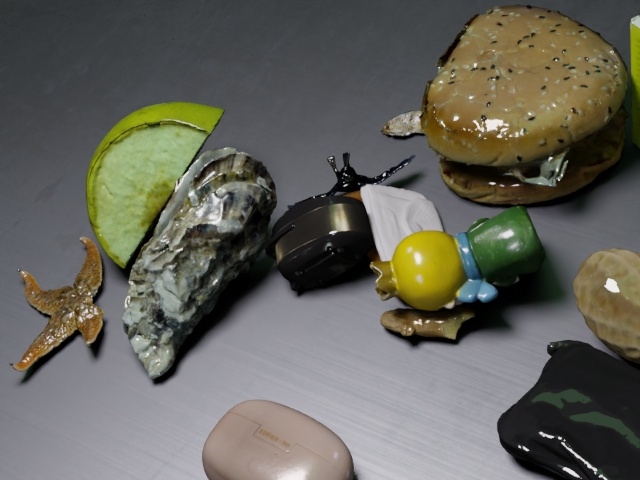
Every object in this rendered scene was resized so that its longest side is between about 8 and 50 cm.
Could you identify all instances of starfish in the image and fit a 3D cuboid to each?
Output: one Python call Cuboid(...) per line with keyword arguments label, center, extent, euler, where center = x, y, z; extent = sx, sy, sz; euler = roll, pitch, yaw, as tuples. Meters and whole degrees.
Cuboid(label="starfish", center=(-0.398, 0.097, 1.749), extent=(0.138, 0.050, 0.247), euler=(-15, 40, 2))

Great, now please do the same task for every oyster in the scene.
Cuboid(label="oyster", center=(-0.180, 0.034, 1.656), extent=(0.162, 0.158, 0.351), euler=(27, 85, -15))
Cuboid(label="oyster", center=(0.140, -0.189, 1.889), extent=(0.083, 0.019, 0.054), euler=(-10, 48, 2))

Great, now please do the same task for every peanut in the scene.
Cuboid(label="peanut", center=(0.446, 0.116, 1.436), extent=(0.120, 0.136, 0.298), euler=(-34, 46, -24))

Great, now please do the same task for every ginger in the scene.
Cuboid(label="ginger", center=(0.149, 0.115, 1.595), extent=(0.137, 0.044, 0.057), euler=(-3, 58, 14))

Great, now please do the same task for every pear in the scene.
Cuboid(label="pear", center=(-0.256, -0.131, 1.773), extent=(0.139, 0.288, 0.239), euler=(36, 25, 0))

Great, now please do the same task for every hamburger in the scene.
Cuboid(label="hamburger", center=(0.326, -0.202, 1.739), extent=(0.277, 0.195, 0.318), euler=(15, 56, 28))

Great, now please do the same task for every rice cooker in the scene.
Cuboid(label="rice cooker", center=(0.000, 0.000, 1.672), extent=(0.165, 0.112, 0.106), euler=(-37, 55, 28))

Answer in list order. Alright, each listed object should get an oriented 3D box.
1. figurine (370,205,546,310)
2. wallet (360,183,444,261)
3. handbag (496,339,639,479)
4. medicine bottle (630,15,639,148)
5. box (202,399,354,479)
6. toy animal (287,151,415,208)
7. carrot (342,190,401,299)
Cuboid(label="figurine", center=(0.191, 0.029, 1.591), extent=(0.234, 0.185, 0.127), euler=(-27, 89, 10))
Cuboid(label="wallet", center=(0.130, -0.016, 1.693), extent=(0.124, 0.032, 0.183), euler=(10, 42, -22))
Cuboid(label="handbag", center=(0.380, 0.248, 1.396), extent=(0.332, 0.075, 0.191), euler=(28, 59, 35))
Cuboid(label="medicine bottle", center=(0.546, -0.225, 1.665), extent=(0.137, 0.250, 0.141), euler=(-26, 45, -8))
Cuboid(label="box", center=(-0.056, 0.285, 1.462), extent=(0.200, 0.088, 0.146), euler=(22, 56, 28))
Cuboid(label="toy animal", center=(0.044, -0.094, 1.777), extent=(0.220, 0.108, 0.062), euler=(-20, 73, 8))
Cuboid(label="carrot", center=(0.088, 0.013, 1.697), extent=(0.061, 0.061, 0.209), euler=(-24, 51, -8))
